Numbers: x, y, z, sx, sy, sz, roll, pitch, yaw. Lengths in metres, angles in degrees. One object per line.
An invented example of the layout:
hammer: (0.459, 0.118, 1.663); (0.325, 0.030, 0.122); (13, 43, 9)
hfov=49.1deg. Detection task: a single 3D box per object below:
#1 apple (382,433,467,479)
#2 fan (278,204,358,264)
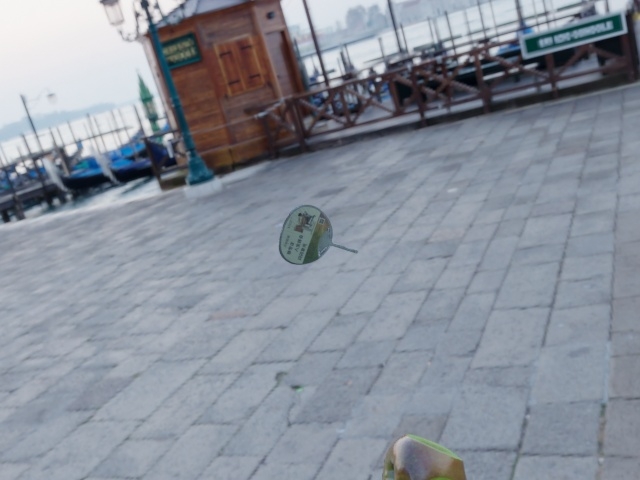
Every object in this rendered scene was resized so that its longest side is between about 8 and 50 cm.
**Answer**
apple: (0.193, 0.430, 1.280); (0.147, 0.163, 0.146); (3, 13, -12)
fan: (-0.004, -0.008, 0.696); (0.080, 0.060, 0.003); (-11, 13, -13)
